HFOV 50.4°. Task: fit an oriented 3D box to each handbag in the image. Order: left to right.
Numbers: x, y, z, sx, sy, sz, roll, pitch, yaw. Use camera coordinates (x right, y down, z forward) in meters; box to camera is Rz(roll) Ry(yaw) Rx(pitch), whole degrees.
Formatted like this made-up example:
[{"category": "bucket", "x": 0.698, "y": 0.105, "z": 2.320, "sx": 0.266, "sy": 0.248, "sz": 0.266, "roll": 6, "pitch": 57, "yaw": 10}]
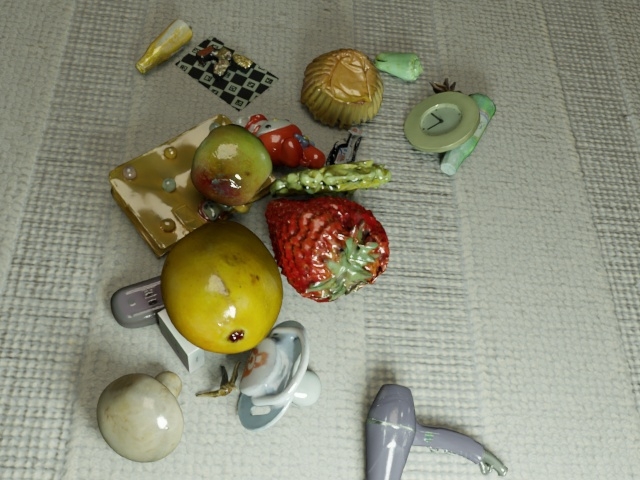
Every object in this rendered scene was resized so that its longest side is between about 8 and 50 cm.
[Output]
[{"category": "handbag", "x": -0.343, "y": -0.156, "z": 1.858, "sx": 0.401, "sy": 0.133, "sz": 0.283, "roll": -33, "pitch": 78, "yaw": -26}]

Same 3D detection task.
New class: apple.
[{"category": "apple", "x": -0.227, "y": -0.193, "z": 1.759, "sx": 0.188, "sy": 0.174, "sz": 0.207, "roll": 30, "pitch": 79, "yaw": -3}]

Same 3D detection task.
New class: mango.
[{"category": "mango", "x": -0.222, "y": 0.092, "z": 1.608, "sx": 0.300, "sy": 0.232, "sz": 0.446, "roll": 45, "pitch": 15, "yaw": -15}]

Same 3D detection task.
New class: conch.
[{"category": "conch", "x": 0.257, "y": -0.582, "z": 2.223, "sx": 0.170, "sy": 0.079, "sz": 0.106, "roll": 18, "pitch": 44, "yaw": 9}]

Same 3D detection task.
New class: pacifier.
[{"category": "pacifier", "x": -0.075, "y": 0.332, "z": 1.610, "sx": 0.207, "sy": 0.227, "sz": 0.279, "roll": 39, "pitch": 53, "yaw": -33}]

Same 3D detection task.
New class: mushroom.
[{"category": "mushroom", "x": -0.395, "y": 0.391, "z": 1.520, "sx": 0.206, "sy": 0.209, "sz": 0.206, "roll": 0, "pitch": 87, "yaw": 3}]

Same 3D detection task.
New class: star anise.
[{"category": "star anise", "x": 0.419, "y": -0.464, "z": 2.190, "sx": 0.129, "sy": 0.056, "sz": 0.124, "roll": -11, "pitch": 88, "yaw": -19}]

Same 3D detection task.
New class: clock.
[{"category": "clock", "x": 0.370, "y": -0.361, "z": 2.075, "sx": 0.235, "sy": 0.029, "sz": 0.235, "roll": -14, "pitch": 50, "yaw": 17}]

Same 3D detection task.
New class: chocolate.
[{"category": "chocolate", "x": -0.493, "y": -0.596, "z": 2.114, "sx": 0.085, "sy": 0.085, "sz": 0.219, "roll": 34, "pitch": 65, "yaw": 11}, {"category": "chocolate", "x": 0.443, "y": -0.322, "z": 2.088, "sx": 0.110, "sy": 0.110, "sz": 0.291, "roll": 27, "pitch": 62, "yaw": 7}]

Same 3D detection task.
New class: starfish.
[{"category": "starfish", "x": -0.236, "y": 0.349, "z": 1.617, "sx": 0.041, "sy": 0.130, "sz": 0.133, "roll": 51, "pitch": 17, "yaw": -16}]

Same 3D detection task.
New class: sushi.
[{"category": "sushi", "x": -0.294, "y": -0.545, "z": 2.128, "sx": 0.279, "sy": 0.043, "sz": 0.192, "roll": 37, "pitch": 62, "yaw": 12}]

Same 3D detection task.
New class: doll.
[{"category": "doll", "x": -0.117, "y": -0.279, "z": 1.952, "sx": 0.290, "sy": 0.130, "sz": 0.161, "roll": 33, "pitch": 35, "yaw": 26}]

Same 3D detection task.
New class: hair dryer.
[{"category": "hair dryer", "x": 0.272, "y": 0.516, "z": 1.589, "sx": 0.361, "sy": 0.121, "sz": 0.301, "roll": 14, "pitch": 68, "yaw": -7}]

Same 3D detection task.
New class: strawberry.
[{"category": "strawberry", "x": 0.000, "y": 0.000, "z": 1.769, "sx": 0.312, "sy": 0.267, "sz": 0.351, "roll": -1, "pitch": 25, "yaw": -40}]

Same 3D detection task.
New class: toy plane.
[{"category": "toy plane", "x": 0.073, "y": -0.267, "z": 2.027, "sx": 0.078, "sy": 0.053, "sz": 0.197, "roll": 25, "pitch": 61, "yaw": -3}]

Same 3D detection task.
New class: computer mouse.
[{"category": "computer mouse", "x": -0.408, "y": 0.145, "z": 1.710, "sx": 0.232, "sy": 0.057, "sz": 0.120, "roll": -19, "pitch": 65, "yaw": -16}]

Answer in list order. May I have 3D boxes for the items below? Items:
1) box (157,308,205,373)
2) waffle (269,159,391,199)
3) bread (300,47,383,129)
[{"category": "box", "x": -0.330, "y": 0.235, "z": 1.628, "sx": 0.051, "sy": 0.130, "sz": 0.129, "roll": -32, "pitch": 70, "yaw": -23}, {"category": "waffle", "x": 0.022, "y": -0.156, "z": 1.818, "sx": 0.317, "sy": 0.297, "sz": 0.073, "roll": -6, "pitch": 89, "yaw": -22}, {"category": "bread", "x": 0.075, "y": -0.481, "z": 2.092, "sx": 0.274, "sy": 0.149, "sz": 0.274, "roll": 5, "pitch": 65, "yaw": -11}]
